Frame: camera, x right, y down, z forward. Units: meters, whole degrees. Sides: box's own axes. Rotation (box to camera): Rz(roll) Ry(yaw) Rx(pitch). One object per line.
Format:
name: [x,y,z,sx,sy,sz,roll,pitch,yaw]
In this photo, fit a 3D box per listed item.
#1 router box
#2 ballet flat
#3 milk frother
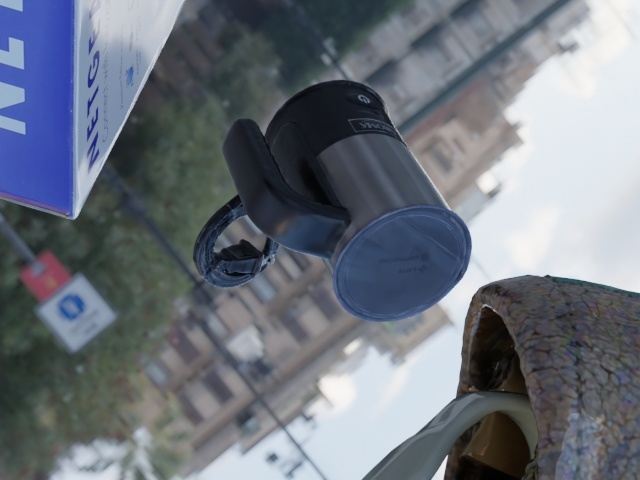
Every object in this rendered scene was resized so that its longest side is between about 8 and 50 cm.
router box: [-0.089,-0.230,0.672,0.335,0.082,0.301,101,6,-50]
ballet flat: [0.008,0.149,0.353,0.316,0.106,0.107,-65,-167,-11]
milk frother: [0.000,0.000,0.931,0.129,0.143,0.134,-4,-142,-20]
